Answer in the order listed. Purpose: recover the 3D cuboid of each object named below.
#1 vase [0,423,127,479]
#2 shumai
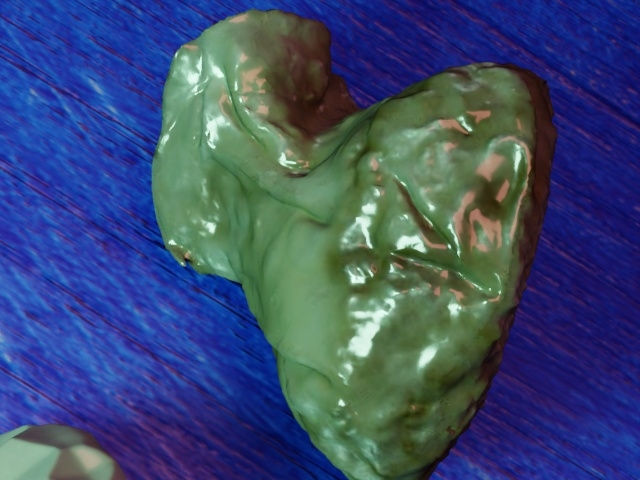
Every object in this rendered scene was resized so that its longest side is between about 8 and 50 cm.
[{"bbox_3d":[-0.281,0.259,1.066,0.360,0.165,0.165,-29,77,-22],"label":"vase"},{"bbox_3d":[0.000,0.000,1.220,0.289,0.292,0.329,17,84,-1],"label":"shumai"}]
